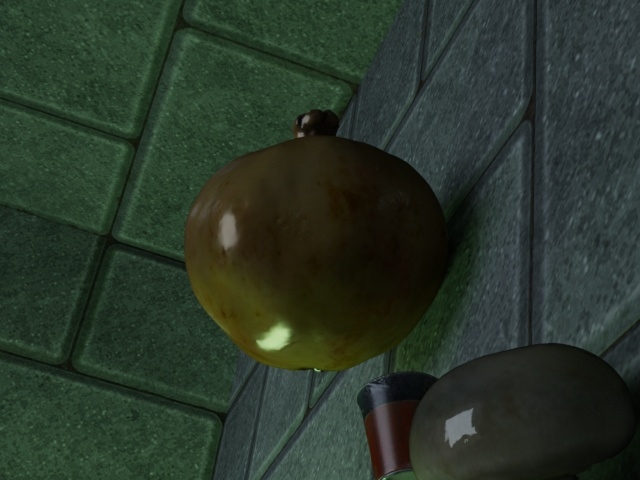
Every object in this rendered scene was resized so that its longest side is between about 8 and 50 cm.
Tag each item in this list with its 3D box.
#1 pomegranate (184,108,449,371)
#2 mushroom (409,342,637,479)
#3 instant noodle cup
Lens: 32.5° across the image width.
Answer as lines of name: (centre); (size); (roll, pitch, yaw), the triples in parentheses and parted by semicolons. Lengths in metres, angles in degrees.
pomegranate: (0.000, 0.000, 1.668); (0.411, 0.411, 0.412); (-162, 90, -80)
mushroom: (0.190, 0.200, 0.972); (0.215, 0.207, 0.207); (68, 156, 16)
instant noodle cup: (0.111, 0.259, 1.427); (0.127, 0.127, 0.136); (119, 156, -47)
